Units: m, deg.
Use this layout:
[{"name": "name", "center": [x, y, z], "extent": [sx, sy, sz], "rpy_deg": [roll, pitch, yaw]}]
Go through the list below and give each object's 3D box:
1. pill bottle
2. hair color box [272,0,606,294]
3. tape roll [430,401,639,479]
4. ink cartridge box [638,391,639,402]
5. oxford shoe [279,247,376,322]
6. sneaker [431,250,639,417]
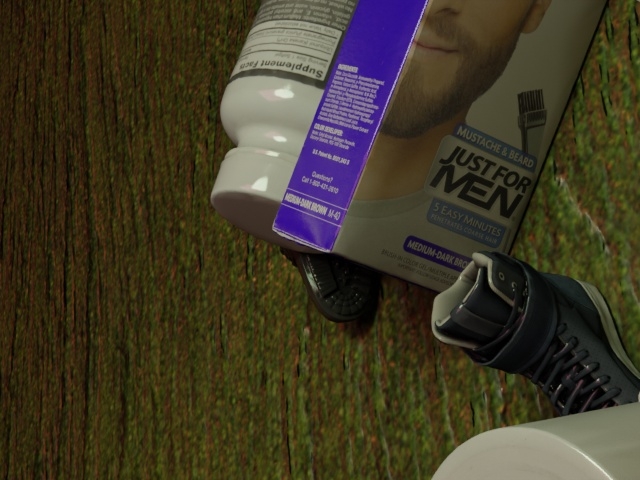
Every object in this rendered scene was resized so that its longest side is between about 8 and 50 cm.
[{"name": "pill bottle", "center": [0.010, -0.157, 1.377], "extent": [0.176, 0.176, 0.318], "rpy_deg": [-5, 60, 53]}, {"name": "hair color box", "center": [0.112, -0.129, 1.257], "extent": [0.110, 0.185, 0.338], "rpy_deg": [20, 90, 56]}, {"name": "tape roll", "center": [0.194, 0.227, 0.910], "extent": [0.246, 0.169, 0.246], "rpy_deg": [8, 100, 55]}, {"name": "ink cartridge box", "center": [0.304, 0.103, 0.979], "extent": [0.150, 0.063, 0.109], "rpy_deg": [37, 104, 54]}, {"name": "oxford shoe", "center": [0.000, 0.000, 1.456], "extent": [0.096, 0.083, 0.227], "rpy_deg": [113, 151, -45]}, {"name": "sneaker", "center": [0.172, 0.099, 1.079], "extent": [0.086, 0.163, 0.226], "rpy_deg": [-50, 40, 23]}]
